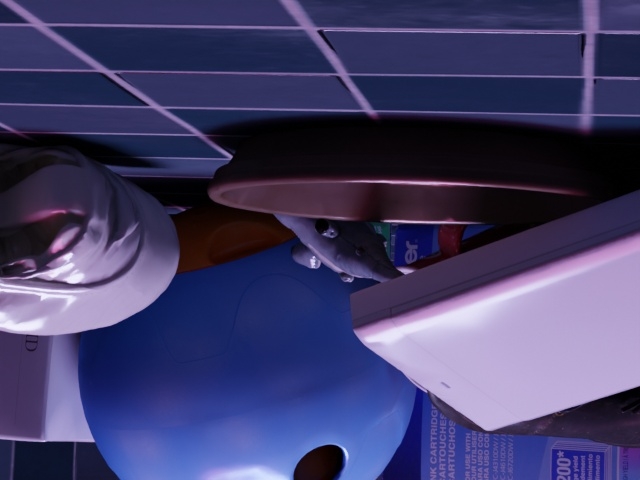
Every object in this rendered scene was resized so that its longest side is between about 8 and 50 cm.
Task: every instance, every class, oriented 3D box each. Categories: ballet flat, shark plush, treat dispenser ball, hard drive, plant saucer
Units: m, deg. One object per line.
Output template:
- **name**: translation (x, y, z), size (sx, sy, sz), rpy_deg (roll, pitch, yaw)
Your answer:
- **ballet flat**: translation (-0.234, -0.017, 1.290), size (0.400, 0.139, 0.139), rpy_deg (7, 174, -39)
- **shark plush**: translation (0.009, 0.004, 1.419), size (0.067, 0.073, 0.161), rpy_deg (38, -169, -44)
- **treat dispenser ball**: translation (-0.061, 0.108, 1.635), size (0.288, 0.288, 0.288), rpy_deg (2, 176, 0)
- **hard drive**: translation (0.202, 0.037, 1.257), size (0.307, 0.040, 0.203), rpy_deg (-20, 147, 25)
- **plant saucer**: translation (0.064, -0.041, 1.273), size (0.278, 0.041, 0.278), rpy_deg (3, 175, 0)

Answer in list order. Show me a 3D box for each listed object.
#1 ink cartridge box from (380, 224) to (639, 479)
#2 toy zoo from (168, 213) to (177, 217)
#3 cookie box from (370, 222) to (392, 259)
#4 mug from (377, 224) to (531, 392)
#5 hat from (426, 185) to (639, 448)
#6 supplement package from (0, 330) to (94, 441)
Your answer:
- **ink cartridge box**: translation (0.205, 0.118, 1.759), size (0.395, 0.270, 0.151), rpy_deg (-2, 172, 44)
- **toy zoo**: translation (-0.259, -0.022, 1.731), size (0.293, 0.030, 0.192), rpy_deg (2, 175, 6)
- **cookie box**: translation (0.000, 0.000, 1.820), size (0.107, 0.040, 0.092), rpy_deg (4, 175, -27)
- **mug**: translation (0.148, 0.032, 1.528), size (0.169, 0.113, 0.150), rpy_deg (-25, 159, -33)
- **hat**: translation (0.235, 0.036, 1.433), size (0.331, 0.134, 0.331), rpy_deg (-4, 150, -3)
- **supplement package**: translation (-0.343, 0.080, 1.709), size (0.293, 0.177, 0.175), rpy_deg (3, 175, 13)
